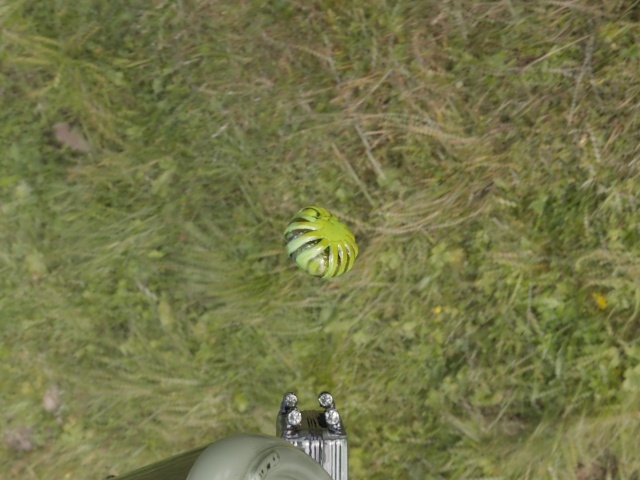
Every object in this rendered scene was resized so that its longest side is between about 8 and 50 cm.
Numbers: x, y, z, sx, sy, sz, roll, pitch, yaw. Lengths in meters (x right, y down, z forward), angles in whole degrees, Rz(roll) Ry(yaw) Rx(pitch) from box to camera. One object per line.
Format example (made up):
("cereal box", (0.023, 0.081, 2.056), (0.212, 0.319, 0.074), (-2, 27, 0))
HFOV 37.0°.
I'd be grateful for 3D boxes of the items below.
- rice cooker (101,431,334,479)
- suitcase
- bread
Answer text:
("rice cooker", (-0.133, 0.373, 0.906), (0.325, 0.335, 0.335), (-23, 97, 21))
("suitcase", (-0.016, 0.442, 1.730), (0.128, 0.202, 0.312), (0, 92, -5))
("bread", (0.000, 0.000, 1.544), (0.130, 0.139, 0.071), (47, 121, 10))
